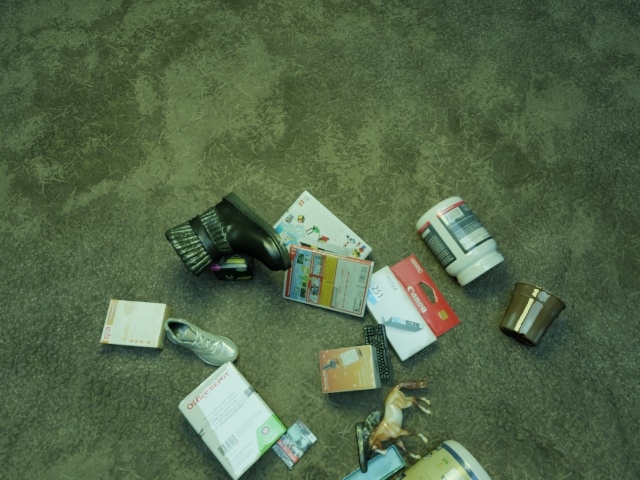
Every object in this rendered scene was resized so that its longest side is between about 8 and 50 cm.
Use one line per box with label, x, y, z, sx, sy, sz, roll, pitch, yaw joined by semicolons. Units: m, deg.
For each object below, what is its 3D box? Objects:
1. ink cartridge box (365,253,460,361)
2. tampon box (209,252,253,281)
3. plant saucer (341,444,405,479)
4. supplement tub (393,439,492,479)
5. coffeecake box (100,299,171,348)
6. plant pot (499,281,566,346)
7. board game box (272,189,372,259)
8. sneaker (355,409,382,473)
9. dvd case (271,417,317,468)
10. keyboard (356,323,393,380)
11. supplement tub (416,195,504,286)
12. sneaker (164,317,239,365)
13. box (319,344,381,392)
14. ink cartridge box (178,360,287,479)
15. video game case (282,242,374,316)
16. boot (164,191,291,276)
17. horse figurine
ink cartridge box;0.300;0.217;1.462;0.261;0.066;0.296;-30;74;-10
tampon box;-0.296;0.069;1.449;0.121;0.161;0.101;-2;70;-2
plant saucer;0.161;0.706;1.304;0.192;0.018;0.067;-28;73;-12
supplement tub;0.315;0.739;1.183;0.316;0.228;0.228;-31;73;-12
coffeecake box;-0.606;0.278;1.414;0.186;0.068;0.142;5;70;0
plant pot;0.690;0.251;1.416;0.167;0.167;0.165;31;79;10
board game box;0.000;0.000;1.454;0.305;0.053;0.193;41;95;-9
sneaker;0.156;0.616;1.315;0.089;0.051;0.170;-4;58;-3
dvd case;-0.081;0.629;1.328;0.087;0.013;0.119;43;76;13
keyboard;0.172;0.367;1.399;0.108;0.023;0.180;-12;79;25
supplement tub;0.478;0.002;1.478;0.191;0.191;0.272;-29;73;-11
sneaker;-0.391;0.326;1.374;0.262;0.121;0.099;21;71;6
box;0.093;0.407;1.347;0.171;0.091;0.130;-12;69;15
ink cartridge box;-0.263;0.539;1.302;0.198;0.115;0.273;-40;76;-15
video game case;0.021;0.133;1.421;0.285;0.204;0.025;12;25;9
boot;-0.280;0.029;1.303;0.260;0.131;0.348;-38;62;-23
horse figurine;0.252;0.545;1.326;0.175;0.066;0.263;21;61;1
